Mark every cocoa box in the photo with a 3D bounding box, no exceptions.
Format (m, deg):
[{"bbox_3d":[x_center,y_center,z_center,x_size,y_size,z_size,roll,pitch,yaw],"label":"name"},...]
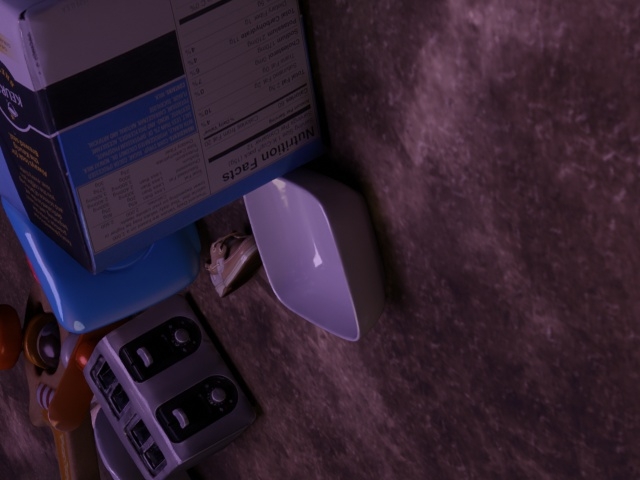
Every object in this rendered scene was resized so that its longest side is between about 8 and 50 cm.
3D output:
[{"bbox_3d":[-0.196,-0.174,1.204,0.347,0.231,0.228,34,145,44],"label":"cocoa box"}]

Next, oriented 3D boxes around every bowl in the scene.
[{"bbox_3d":[0.000,0.000,1.229,0.142,0.053,0.142,23,136,53],"label":"bowl"}]

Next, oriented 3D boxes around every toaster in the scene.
[{"bbox_3d":[-0.170,0.168,1.662,0.168,0.110,0.185,59,155,8],"label":"toaster"}]

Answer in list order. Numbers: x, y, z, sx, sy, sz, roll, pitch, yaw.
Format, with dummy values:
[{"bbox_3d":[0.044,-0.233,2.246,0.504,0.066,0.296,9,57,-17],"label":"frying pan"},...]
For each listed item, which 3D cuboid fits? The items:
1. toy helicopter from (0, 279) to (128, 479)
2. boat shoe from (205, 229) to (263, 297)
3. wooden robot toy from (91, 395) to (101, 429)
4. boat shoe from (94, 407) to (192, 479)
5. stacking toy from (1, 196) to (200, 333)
[{"bbox_3d":[-0.294,0.199,1.812,0.235,0.140,0.355,-39,58,50],"label":"toy helicopter"},{"bbox_3d":[-0.083,0.016,1.406,0.045,0.050,0.135,53,155,4],"label":"boat shoe"},{"bbox_3d":[-0.267,0.215,1.979,0.079,0.076,0.173,-43,74,28],"label":"wooden robot toy"},{"bbox_3d":[-0.199,0.322,1.907,0.267,0.096,0.088,46,148,12],"label":"boat shoe"},{"bbox_3d":[-0.247,0.011,1.595,0.175,0.166,0.302,64,160,2],"label":"stacking toy"}]
